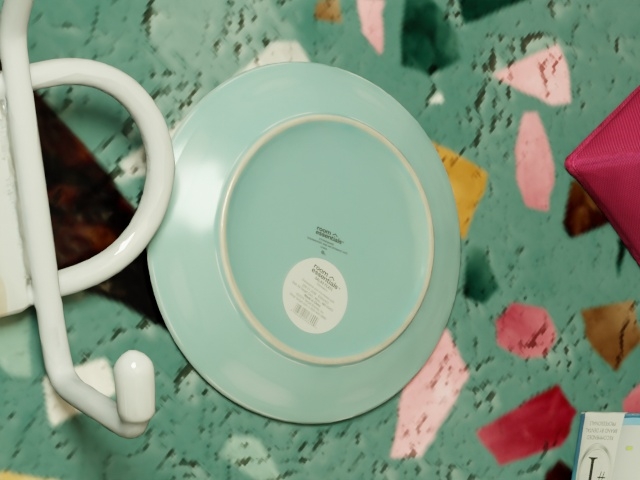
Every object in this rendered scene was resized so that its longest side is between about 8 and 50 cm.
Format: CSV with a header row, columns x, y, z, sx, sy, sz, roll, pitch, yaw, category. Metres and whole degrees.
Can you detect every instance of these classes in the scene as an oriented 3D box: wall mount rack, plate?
x,y,z,sx,sy,sz,roll,pitch,yaw,category
-0.192,-0.038,0.751,0.350,0.130,0.304,-17,112,-31,wall mount rack
0.000,0.000,0.952,0.188,0.024,0.188,3,85,-32,plate

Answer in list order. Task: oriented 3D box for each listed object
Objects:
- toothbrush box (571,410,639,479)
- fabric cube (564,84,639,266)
x,y,z,sx,sy,sz,roll,pitch,yaw,category
0.221,0.244,0.954,0.126,0.216,0.295,15,80,-28,toothbrush box
0.348,-0.039,1.027,0.254,0.258,0.259,-46,109,-24,fabric cube
